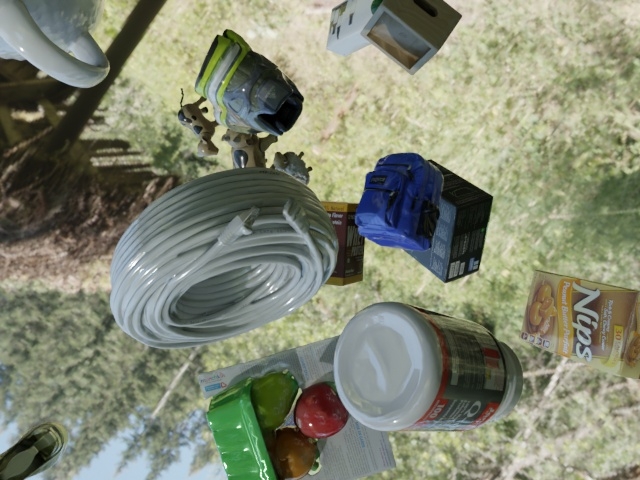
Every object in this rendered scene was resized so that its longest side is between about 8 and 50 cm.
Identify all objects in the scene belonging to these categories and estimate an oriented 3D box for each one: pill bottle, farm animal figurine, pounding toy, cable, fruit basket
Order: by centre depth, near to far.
[{"bbox_3d":[-0.105,0.028,0.711,0.089,0.257,0.257,66,-169,25],"label":"cable"},{"bbox_3d":[0.136,-0.355,0.989,0.141,0.100,0.130,36,167,-8],"label":"pounding toy"},{"bbox_3d":[0.210,0.236,1.156,0.362,0.210,0.210,18,-163,-46],"label":"pill bottle"},{"bbox_3d":[-0.048,0.383,1.375,0.165,0.352,0.327,-130,22,-79],"label":"fruit basket"},{"bbox_3d":[-0.214,-0.259,1.687,0.330,0.172,0.327,-2,119,32],"label":"farm animal figurine"}]

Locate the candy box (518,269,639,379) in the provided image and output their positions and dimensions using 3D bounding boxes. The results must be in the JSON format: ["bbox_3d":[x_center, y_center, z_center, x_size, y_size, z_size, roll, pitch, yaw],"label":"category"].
[{"bbox_3d":[0.603,0.182,1.460,0.087,0.183,0.316,11,-179,-22],"label":"candy box"}]

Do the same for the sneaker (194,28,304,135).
[{"bbox_3d":[-0.085,-0.192,0.913,0.121,0.111,0.300,34,-175,3],"label":"sneaker"}]

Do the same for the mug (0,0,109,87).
[{"bbox_3d":[-0.477,-0.390,1.008,0.374,0.276,0.328,51,-169,9],"label":"mug"}]

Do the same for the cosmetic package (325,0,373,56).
[{"bbox_3d":[0.098,-0.468,1.345,0.060,0.099,0.239,9,175,-29],"label":"cosmetic package"}]

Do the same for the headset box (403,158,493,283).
[{"bbox_3d":[0.325,-0.064,1.817,0.131,0.247,0.283,-16,-144,-27],"label":"headset box"}]

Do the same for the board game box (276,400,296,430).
[{"bbox_3d":[-0.016,0.458,1.792,0.046,0.317,0.213,34,-179,-9],"label":"board game box"}]

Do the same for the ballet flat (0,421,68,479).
[{"bbox_3d":[-0.544,0.403,1.211,0.086,0.086,0.248,38,-160,3],"label":"ballet flat"}]

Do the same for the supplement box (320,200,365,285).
[{"bbox_3d":[0.000,0.000,1.564,0.191,0.194,0.129,5,-176,25],"label":"supplement box"}]

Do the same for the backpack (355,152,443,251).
[{"bbox_3d":[0.106,-0.057,0.846,0.097,0.120,0.101,10,167,40],"label":"backpack"}]
